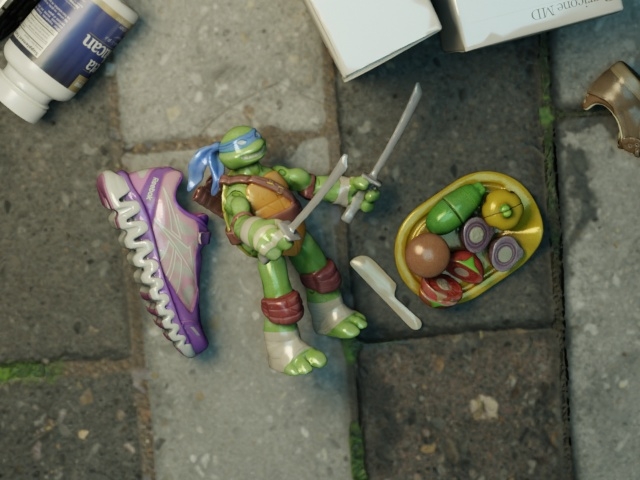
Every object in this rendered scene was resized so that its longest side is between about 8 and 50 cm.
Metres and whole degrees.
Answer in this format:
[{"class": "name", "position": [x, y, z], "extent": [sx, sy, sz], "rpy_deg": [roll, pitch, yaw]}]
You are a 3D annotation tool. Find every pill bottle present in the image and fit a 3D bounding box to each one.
[{"class": "pill bottle", "position": [-0.289, -0.214, 1.494], "extent": [0.094, 0.094, 0.169], "rpy_deg": [41, 95, -6]}]

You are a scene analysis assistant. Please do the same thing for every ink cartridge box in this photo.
[{"class": "ink cartridge box", "position": [0.013, -0.322, 1.431], "extent": [0.117, 0.207, 0.283], "rpy_deg": [-26, 98, 4]}]

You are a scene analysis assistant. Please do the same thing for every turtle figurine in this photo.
[{"class": "turtle figurine", "position": [0.000, 0.000, 1.460], "extent": [0.275, 0.198, 0.266], "rpy_deg": [-11, 112, 7]}]

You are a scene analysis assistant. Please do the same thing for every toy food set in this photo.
[{"class": "toy food set", "position": [0.156, 0.013, 1.545], "extent": [0.218, 0.071, 0.128], "rpy_deg": [-36, 97, 3]}]

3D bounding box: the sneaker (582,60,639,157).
[{"class": "sneaker", "position": [0.381, -0.118, 1.547], "extent": [0.071, 0.066, 0.188], "rpy_deg": [-42, 91, 21]}]

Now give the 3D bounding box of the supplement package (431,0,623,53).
[{"class": "supplement package", "position": [0.192, -0.363, 1.445], "extent": [0.178, 0.175, 0.292], "rpy_deg": [-15, 98, 0]}]

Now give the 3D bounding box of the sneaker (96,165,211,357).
[{"class": "sneaker", "position": [-0.165, 0.017, 1.534], "extent": [0.105, 0.095, 0.236], "rpy_deg": [-23, 101, -16]}]

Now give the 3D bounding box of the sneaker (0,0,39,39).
[{"class": "sneaker", "position": [-0.321, -0.357, 1.474], "extent": [0.124, 0.107, 0.283], "rpy_deg": [43, 94, 0]}]
